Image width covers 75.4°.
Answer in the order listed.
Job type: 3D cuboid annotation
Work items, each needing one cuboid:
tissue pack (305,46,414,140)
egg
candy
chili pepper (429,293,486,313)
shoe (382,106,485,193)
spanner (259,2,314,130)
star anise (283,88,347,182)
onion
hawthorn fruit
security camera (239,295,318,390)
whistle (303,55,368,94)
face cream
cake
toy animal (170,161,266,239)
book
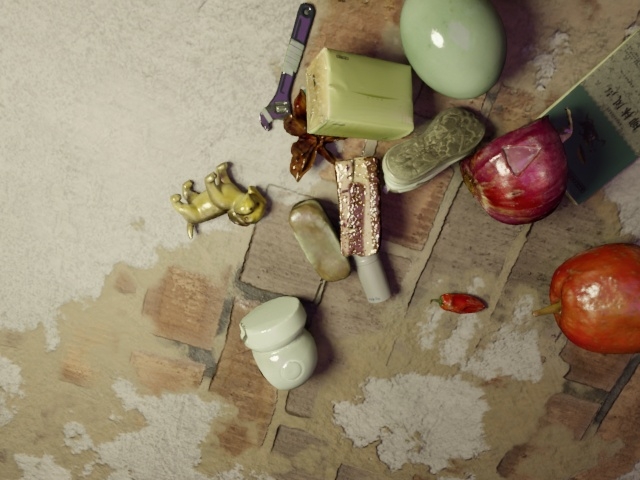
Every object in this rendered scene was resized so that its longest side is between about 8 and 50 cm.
[{"bbox_3d":[0.089,-0.325,0.952,0.234,0.125,0.159,0,87,-26],"label":"tissue pack"},{"bbox_3d":[0.297,-0.451,0.931,0.203,0.203,0.282,-36,101,10],"label":"egg"},{"bbox_3d":[0.000,0.000,1.113,0.102,0.104,0.234,-25,105,6],"label":"candy"},{"bbox_3d":[0.398,0.180,1.197,0.191,0.050,0.059,9,103,-15],"label":"chili pepper"},{"bbox_3d":[0.271,-0.209,1.050,0.316,0.159,0.124,-30,74,-21],"label":"shoe"},{"bbox_3d":[-0.073,-0.423,1.034,0.087,0.024,0.315,18,104,-7],"label":"spanner"},{"bbox_3d":[-0.024,-0.267,1.027,0.212,0.111,0.196,-43,139,-8],"label":"star anise"},{"bbox_3d":[0.479,-0.152,0.996,0.272,0.256,0.230,-19,96,36],"label":"onion"},{"bbox_3d":[0.725,0.160,1.084,0.330,0.287,0.287,-14,106,9],"label":"hawthorn fruit"},{"bbox_3d":[-0.102,0.299,1.160,0.195,0.194,0.236,-19,109,5],"label":"security camera"},{"bbox_3d":[0.037,-0.399,1.031,0.186,0.039,0.039,-27,105,7],"label":"whistle"},{"bbox_3d":[0.125,0.047,1.141,0.077,0.077,0.250,-20,105,5],"label":"face cream"},{"bbox_3d":[0.102,-0.090,1.065,0.112,0.135,0.246,-4,101,7],"label":"cake"},{"bbox_3d":[-0.266,-0.103,1.082,0.233,0.121,0.168,-13,117,7],"label":"toy animal"},{"bbox_3d":[0.737,-0.308,1.063,0.264,0.031,0.379,44,101,-10],"label":"book"}]
